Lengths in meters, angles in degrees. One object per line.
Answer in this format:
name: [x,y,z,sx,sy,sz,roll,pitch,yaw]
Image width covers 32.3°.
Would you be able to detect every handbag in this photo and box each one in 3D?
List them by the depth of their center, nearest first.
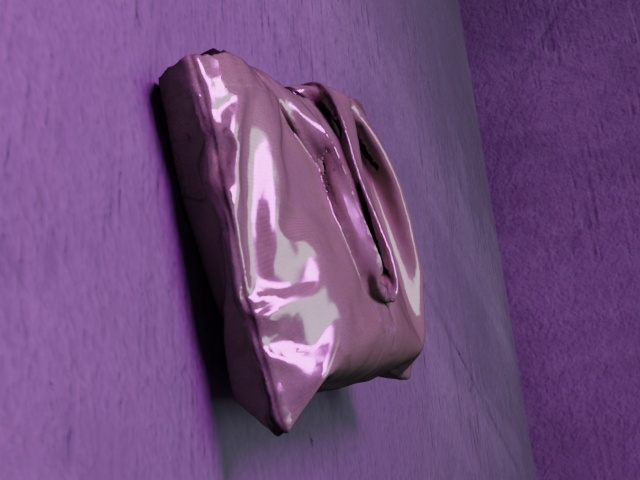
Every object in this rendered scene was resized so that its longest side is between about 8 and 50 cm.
handbag: [-0.002,-0.004,0.819,0.316,0.109,0.253,0,74,-68]
